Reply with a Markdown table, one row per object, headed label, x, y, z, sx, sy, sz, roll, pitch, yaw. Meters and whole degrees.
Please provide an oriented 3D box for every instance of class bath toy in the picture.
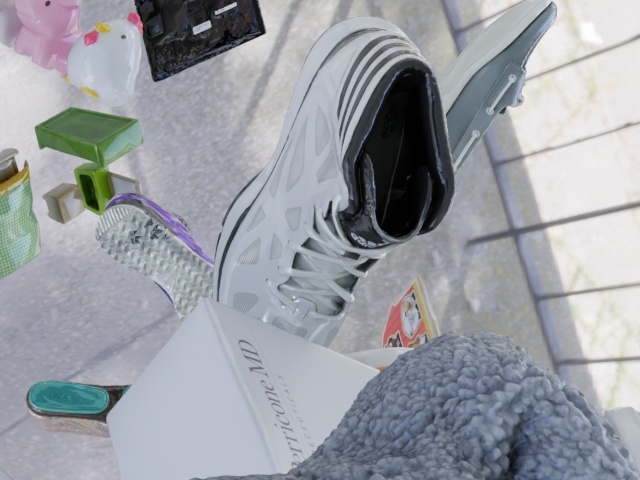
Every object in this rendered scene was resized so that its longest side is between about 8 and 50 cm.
| label | x | y | z | sx | sy | sz | roll | pitch | yaw |
| --- | --- | --- | --- | --- | --- | --- | --- | --- | --- |
| bath toy | -0.377 | -0.307 | 1.354 | 0.129 | 0.348 | 0.151 | -60 | 156 | 2 |

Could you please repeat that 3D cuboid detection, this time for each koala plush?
| label | x | y | z | sx | sy | sz | roll | pitch | yaw |
| --- | --- | --- | --- | --- | --- | --- | --- | --- | --- |
| koala plush | -0.003 | 0.132 | 0.343 | 0.221 | 0.196 | 0.203 | 3 | 69 | -30 |

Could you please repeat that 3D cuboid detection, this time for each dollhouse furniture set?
| label | x | y | z | sx | sy | sz | roll | pitch | yaw |
| --- | --- | --- | --- | --- | --- | --- | --- | --- | --- |
| dollhouse furniture set | -0.419 | -0.053 | 1.535 | 0.301 | 0.151 | 0.197 | -42 | 137 | -42 |

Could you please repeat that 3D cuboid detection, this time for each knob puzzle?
| label | x | y | z | sx | sy | sz | roll | pitch | yaw |
| --- | --- | --- | --- | --- | --- | --- | --- | --- | --- |
| knob puzzle | 0.131 | 0.176 | 1.594 | 0.030 | 0.213 | 0.213 | 5 | 77 | -24 |

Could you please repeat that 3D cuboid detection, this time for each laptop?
| label | x | y | z | sx | sy | sz | roll | pitch | yaw |
| --- | --- | --- | --- | --- | --- | --- | --- | --- | --- |
| laptop | -0.193 | -0.429 | 1.727 | 0.136 | 0.234 | 0.264 | 2 | 71 | -63 |

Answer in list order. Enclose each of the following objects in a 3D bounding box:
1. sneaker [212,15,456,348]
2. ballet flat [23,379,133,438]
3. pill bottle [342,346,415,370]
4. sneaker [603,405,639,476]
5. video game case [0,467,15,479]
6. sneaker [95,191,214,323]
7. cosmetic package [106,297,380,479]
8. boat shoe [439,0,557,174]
| label | x | y | z | sx | sy | sz | roll | pitch | yaw |
| --- | --- | --- | --- | --- | --- | --- | --- | --- | --- |
| sneaker | -0.001 | -0.001 | 1.015 | 0.169 | 0.257 | 0.447 | 15 | 107 | -13 |
| ballet flat | -0.360 | 0.309 | 1.743 | 0.316 | 0.106 | 0.107 | 11 | 46 | -2 |
| pill bottle | 0.084 | 0.355 | 1.290 | 0.224 | 0.224 | 0.392 | 2 | 66 | -35 |
| sneaker | 0.445 | 0.332 | 1.098 | 0.150 | 0.135 | 0.366 | -15 | 50 | -8 |
| video game case | -0.392 | 0.272 | 0.929 | 0.036 | 0.329 | 0.300 | -22 | 132 | -49 |
| sneaker | -0.208 | 0.030 | 1.485 | 0.102 | 0.146 | 0.293 | -38 | 112 | 10 |
| cosmetic package | 0.053 | 0.245 | 0.896 | 0.453 | 0.230 | 0.161 | 27 | 111 | -37 |
| boat shoe | 0.231 | -0.212 | 1.385 | 0.099 | 0.116 | 0.319 | 44 | 83 | -16 |
